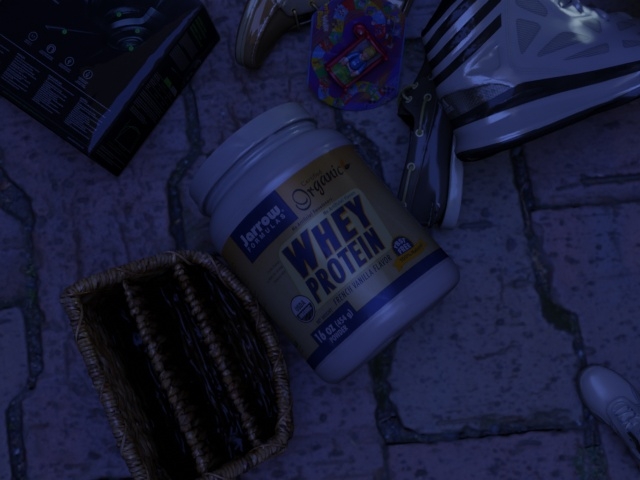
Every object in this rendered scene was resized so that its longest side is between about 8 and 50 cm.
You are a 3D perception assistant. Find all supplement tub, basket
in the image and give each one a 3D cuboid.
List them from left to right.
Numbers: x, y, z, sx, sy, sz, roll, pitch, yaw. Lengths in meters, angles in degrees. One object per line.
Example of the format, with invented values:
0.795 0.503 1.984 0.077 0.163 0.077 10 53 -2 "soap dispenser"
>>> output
-0.159 0.161 1.151 0.214 0.223 0.299 -24 80 0 "basket"
0.000 0.000 1.160 0.228 0.228 0.316 -40 81 -2 "supplement tub"

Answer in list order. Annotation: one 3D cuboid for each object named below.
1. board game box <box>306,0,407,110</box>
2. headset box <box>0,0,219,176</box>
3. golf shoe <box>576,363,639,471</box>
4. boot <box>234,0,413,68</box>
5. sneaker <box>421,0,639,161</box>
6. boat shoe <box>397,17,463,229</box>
0.051 -0.255 1.244 0.133 0.033 0.168 3 118 -5 "board game box"
-0.319 -0.282 1.275 0.246 0.131 0.283 34 85 9 "headset box"
0.408 0.234 1.167 0.069 0.086 0.176 -39 79 0 "golf shoe"
0.015 -0.329 1.280 0.203 0.095 0.262 30 82 6 "boot"
0.334 -0.290 1.151 0.448 0.169 0.257 -22 92 -18 "sneaker"
0.151 -0.169 1.235 0.091 0.109 0.305 3 85 0 "boat shoe"
